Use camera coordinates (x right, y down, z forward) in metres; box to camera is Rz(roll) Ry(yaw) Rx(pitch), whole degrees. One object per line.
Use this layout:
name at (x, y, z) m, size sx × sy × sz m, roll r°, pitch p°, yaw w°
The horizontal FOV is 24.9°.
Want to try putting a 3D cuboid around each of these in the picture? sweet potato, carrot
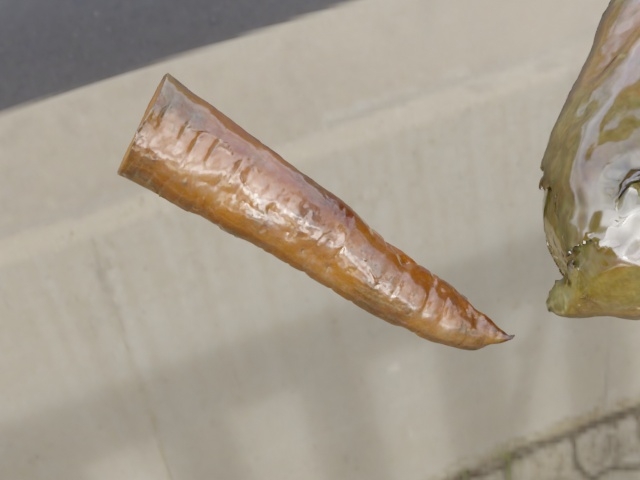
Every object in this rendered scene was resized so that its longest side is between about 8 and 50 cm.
sweet potato at (0.135, -0.086, 0.503) m, size 0.075 × 0.075 × 0.273 m, roll 9°, pitch 56°, yaw 20°
carrot at (0.000, 0.000, 0.739) m, size 0.224 × 0.057 × 0.057 m, roll 33°, pitch 52°, yaw -7°
